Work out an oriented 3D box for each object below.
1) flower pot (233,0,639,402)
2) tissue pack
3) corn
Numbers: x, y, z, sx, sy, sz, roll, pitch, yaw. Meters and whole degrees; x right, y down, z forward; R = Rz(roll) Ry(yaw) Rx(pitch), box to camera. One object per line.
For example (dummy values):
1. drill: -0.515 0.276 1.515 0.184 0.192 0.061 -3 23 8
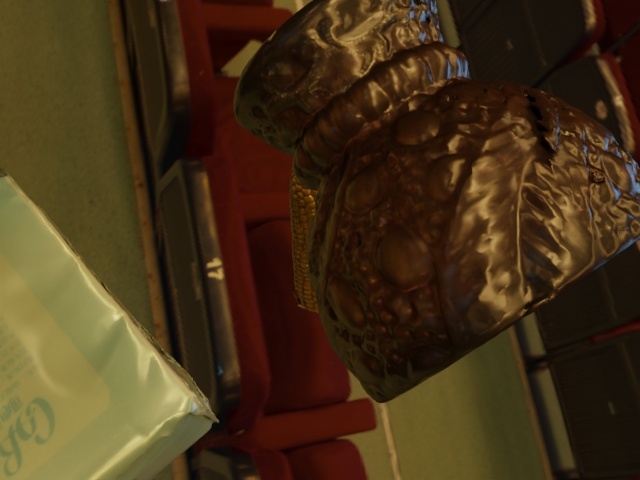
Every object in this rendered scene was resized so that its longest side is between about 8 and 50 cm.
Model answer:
1. flower pot: 0.079 -0.052 0.615 0.267 0.266 0.267 -24 76 -39
2. tissue pack: -0.203 0.111 0.379 0.263 0.089 0.177 -41 72 -13
3. corn: 0.001 -0.003 1.110 0.091 0.260 0.091 3 40 8
